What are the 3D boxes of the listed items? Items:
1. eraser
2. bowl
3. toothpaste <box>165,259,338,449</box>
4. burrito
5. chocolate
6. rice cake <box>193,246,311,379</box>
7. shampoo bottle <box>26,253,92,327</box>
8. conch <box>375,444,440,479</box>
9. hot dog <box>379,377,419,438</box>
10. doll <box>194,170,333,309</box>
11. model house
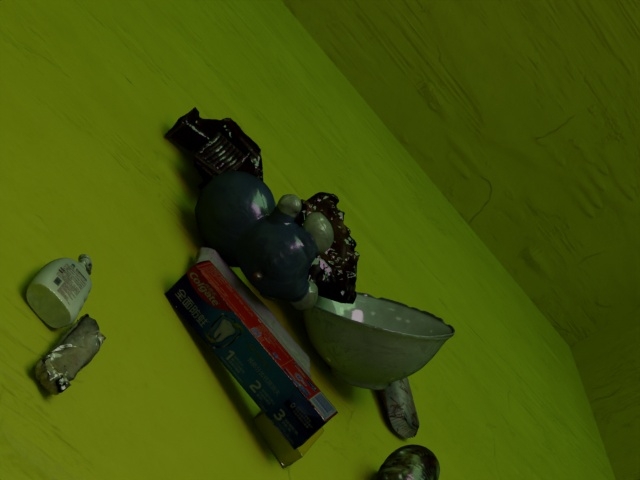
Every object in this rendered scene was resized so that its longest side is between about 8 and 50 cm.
[{"bbox_3d":[-0.051,0.301,1.791,0.097,0.045,0.122,57,19,0],"label":"eraser"},{"bbox_3d":[0.090,0.199,2.098,0.313,0.146,0.313,12,7,-1],"label":"bowl"},{"bbox_3d":[-0.109,0.175,1.720,0.320,0.076,0.066,50,19,9],"label":"toothpaste"},{"bbox_3d":[-0.314,0.142,1.401,0.051,0.042,0.171,54,22,-10],"label":"burrito"},{"bbox_3d":[0.000,0.000,2.071,0.206,0.177,0.224,25,7,25],"label":"chocolate"},{"bbox_3d":[-0.118,0.142,1.874,0.298,0.050,0.106,49,19,-20],"label":"rice cake"},{"bbox_3d":[-0.338,0.054,1.472,0.077,0.045,0.152,50,22,-15],"label":"shampoo bottle"},{"bbox_3d":[0.162,0.460,1.962,0.181,0.124,0.187,-90,167,-73],"label":"conch"},{"bbox_3d":[0.153,0.314,2.264,0.108,0.059,0.191,35,32,-44],"label":"hot dog"},{"bbox_3d":[-0.109,-0.007,1.909,0.154,0.228,0.258,-18,48,-34],"label":"doll"},{"bbox_3d":[-0.204,-0.153,2.071,0.203,0.141,0.164,43,33,24],"label":"model house"}]
